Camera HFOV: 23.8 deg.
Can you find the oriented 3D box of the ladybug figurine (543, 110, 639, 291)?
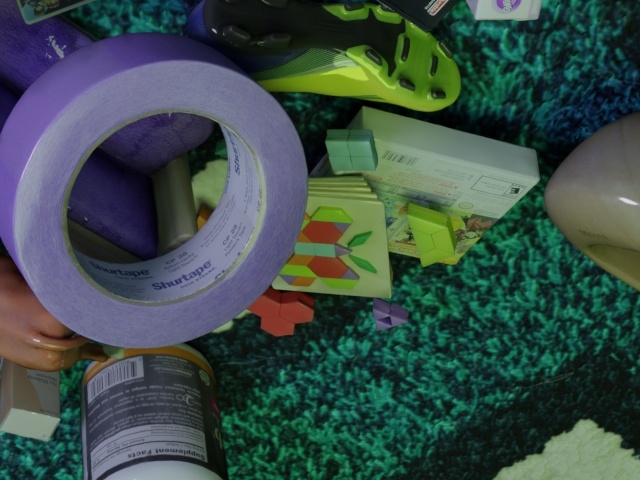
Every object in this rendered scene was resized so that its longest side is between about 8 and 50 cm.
[{"bbox_3d":[0.437,-0.006,1.617,0.449,0.305,0.162,29,81,-33],"label":"ladybug figurine"}]

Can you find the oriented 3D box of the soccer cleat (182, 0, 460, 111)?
[{"bbox_3d":[0.001,-0.181,1.483,0.289,0.093,0.121,10,159,-26],"label":"soccer cleat"}]

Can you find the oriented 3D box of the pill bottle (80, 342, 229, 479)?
[{"bbox_3d":[-0.185,0.256,1.695,0.162,0.278,0.162,-6,134,-6],"label":"pill bottle"}]

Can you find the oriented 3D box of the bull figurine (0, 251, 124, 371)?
[{"bbox_3d":[-0.340,0.050,1.530,0.188,0.310,0.101,-5,118,-61],"label":"bull figurine"}]

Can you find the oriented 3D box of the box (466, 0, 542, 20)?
[{"bbox_3d":[0.178,-0.342,1.300,0.063,0.067,0.324,-3,129,-12],"label":"box"}]

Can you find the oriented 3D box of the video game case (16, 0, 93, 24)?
[{"bbox_3d":[-0.180,-0.279,1.311,0.201,0.023,0.183,-22,155,-10],"label":"video game case"}]

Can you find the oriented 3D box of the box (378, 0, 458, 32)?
[{"bbox_3d":[0.103,-0.317,1.385,0.175,0.051,0.220,28,121,-32],"label":"box"}]

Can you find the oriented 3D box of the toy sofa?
[{"bbox_3d":[-0.267,-0.109,1.431,0.177,0.150,0.362,-39,128,24],"label":"toy sofa"}]

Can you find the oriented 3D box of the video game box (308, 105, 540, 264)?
[{"bbox_3d":[0.096,-0.053,1.598,0.205,0.048,0.187,12,143,-22],"label":"video game box"}]

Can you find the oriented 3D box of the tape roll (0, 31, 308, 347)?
[{"bbox_3d":[-0.152,-0.044,1.371,0.274,0.090,0.275,-11,118,-21],"label":"tape roll"}]

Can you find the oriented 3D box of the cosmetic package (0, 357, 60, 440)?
[{"bbox_3d":[-0.323,0.163,1.692,0.060,0.115,0.041,16,127,-25],"label":"cosmetic package"}]

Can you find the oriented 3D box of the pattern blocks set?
[{"bbox_3d":[0.000,0.000,1.601,0.285,0.026,0.325,-6,140,22],"label":"pattern blocks set"}]
